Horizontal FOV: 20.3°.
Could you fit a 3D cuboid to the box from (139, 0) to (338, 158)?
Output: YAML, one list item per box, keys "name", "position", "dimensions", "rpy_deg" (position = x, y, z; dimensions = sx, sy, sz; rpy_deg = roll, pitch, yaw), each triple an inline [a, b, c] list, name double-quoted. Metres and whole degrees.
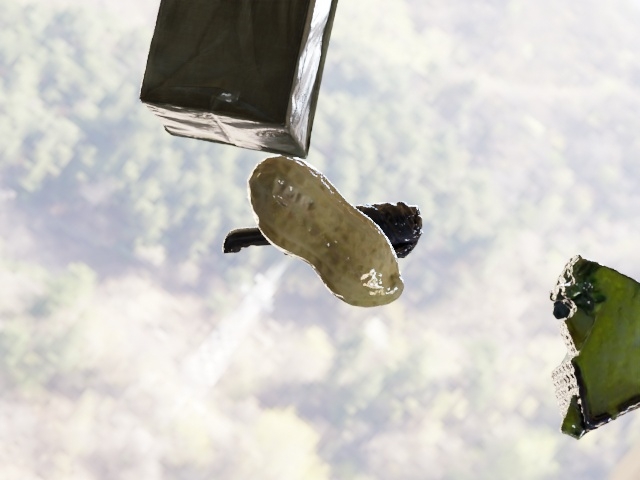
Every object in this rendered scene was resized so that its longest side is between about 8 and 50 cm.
- name: "box"
  position: [-0.072, -0.215, 1.731]
  dimensions: [0.155, 0.231, 0.149]
  rpy_deg: [11, -7, 9]

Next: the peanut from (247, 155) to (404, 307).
- name: "peanut"
  position: [0.004, -0.005, 1.941]
  dimensions: [0.214, 0.098, 0.090]
  rpy_deg: [42, 32, -9]

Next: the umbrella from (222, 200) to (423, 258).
- name: "umbrella"
  position: [-0.002, -0.007, 2.123]
  dimensions: [0.248, 0.071, 0.071]
  rpy_deg: [-2, 3, 14]

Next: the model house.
- name: "model house"
  position: [0.345, 0.156, 2.291]
  dimensions: [0.170, 0.211, 0.194]
  rpy_deg: [26, -10, 2]
